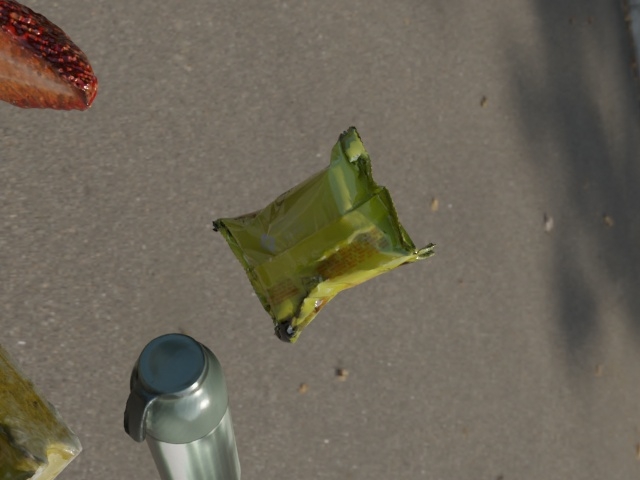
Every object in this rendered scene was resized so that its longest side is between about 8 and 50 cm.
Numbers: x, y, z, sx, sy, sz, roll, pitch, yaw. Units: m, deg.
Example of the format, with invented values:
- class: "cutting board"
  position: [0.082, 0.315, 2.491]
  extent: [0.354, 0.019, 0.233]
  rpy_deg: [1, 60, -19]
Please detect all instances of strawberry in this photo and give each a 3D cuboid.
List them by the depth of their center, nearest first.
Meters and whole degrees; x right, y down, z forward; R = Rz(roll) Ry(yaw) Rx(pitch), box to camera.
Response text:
- class: "strawberry"
  position: [-0.377, -0.248, 1.118]
  extent: [0.236, 0.175, 0.107]
  rpy_deg: [33, 62, -14]

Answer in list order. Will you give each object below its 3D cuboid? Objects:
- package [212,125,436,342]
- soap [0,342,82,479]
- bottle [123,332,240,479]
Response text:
- class: "package"
  position: [0.000, 0.000, 0.955]
  extent: [0.168, 0.226, 0.090]
  rpy_deg: [58, 30, -2]
- class: "soap"
  position: [-0.500, 0.256, 1.046]
  extent: [0.335, 0.293, 0.156]
  rpy_deg: [-45, 169, 5]
- class: "bottle"
  position: [-0.123, 0.175, 0.803]
  extent: [0.096, 0.079, 0.254]
  rpy_deg: [-42, 155, -27]
